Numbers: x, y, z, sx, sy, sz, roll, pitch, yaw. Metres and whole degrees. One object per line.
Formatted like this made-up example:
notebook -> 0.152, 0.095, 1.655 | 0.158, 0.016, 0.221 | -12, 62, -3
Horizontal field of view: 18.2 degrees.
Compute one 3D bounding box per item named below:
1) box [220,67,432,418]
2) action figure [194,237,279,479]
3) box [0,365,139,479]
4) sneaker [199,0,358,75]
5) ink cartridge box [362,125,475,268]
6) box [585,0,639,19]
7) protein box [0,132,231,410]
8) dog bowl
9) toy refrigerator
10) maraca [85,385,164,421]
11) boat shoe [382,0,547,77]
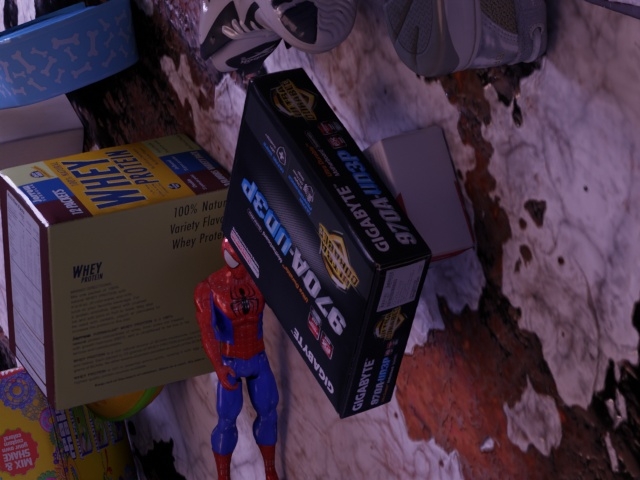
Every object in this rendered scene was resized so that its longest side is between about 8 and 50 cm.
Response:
box -> 0.000, 0.000, 1.559 | 0.220, 0.051, 0.175 | 57, 149, 34
action figure -> -0.058, 0.135, 1.841 | 0.139, 0.091, 0.280 | -142, 44, -63
box -> -0.388, 0.244, 2.230 | 0.279, 0.290, 0.177 | -2, -102, -82
sneaker -> -0.039, -0.182, 1.644 | 0.235, 0.094, 0.153 | 52, 146, 43
ink cartridge box -> 0.056, -0.022, 1.563 | 0.135, 0.056, 0.099 | -31, 74, 64
box -> 0.214, -0.241, 1.023 | 0.163, 0.142, 0.247 | 31, 129, 57
protein box -> -0.193, 0.028, 1.940 | 0.136, 0.200, 0.201 | 42, 138, 51
dog bowl -> -0.289, -0.194, 2.096 | 0.297, 0.166, 0.074 | 1, 114, 64
toy refrigerator -> -0.412, -0.094, 2.260 | 0.094, 0.269, 0.102 | 57, 149, 38
maraca -> -0.201, 0.119, 2.133 | 0.186, 0.099, 0.127 | -38, 61, 37
boat shoe -> 0.096, -0.272, 1.326 | 0.118, 0.103, 0.320 | -166, 70, -65
